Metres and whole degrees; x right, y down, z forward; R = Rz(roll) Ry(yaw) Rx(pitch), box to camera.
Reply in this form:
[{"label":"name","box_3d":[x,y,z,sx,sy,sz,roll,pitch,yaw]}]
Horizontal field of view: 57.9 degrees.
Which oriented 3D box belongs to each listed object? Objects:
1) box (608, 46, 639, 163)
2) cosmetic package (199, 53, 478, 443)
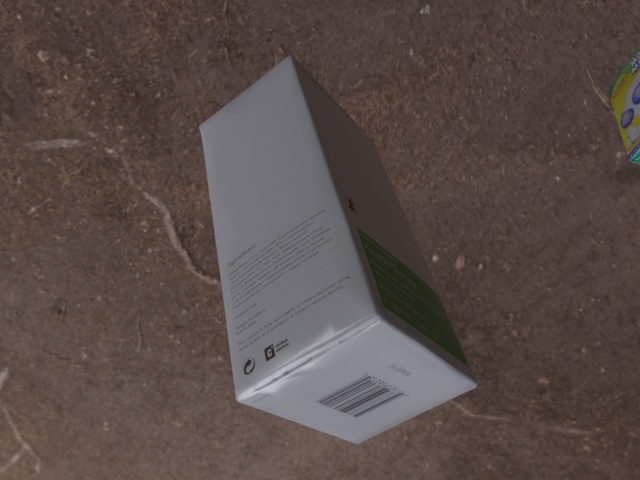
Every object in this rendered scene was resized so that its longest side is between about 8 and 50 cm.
[{"label":"box","box_3d":[0.428,-0.191,0.743,0.043,0.179,0.105,16,138,-3]},{"label":"cosmetic package","box_3d":[0.000,0.000,0.617,0.155,0.365,0.197,-33,139,20]}]
